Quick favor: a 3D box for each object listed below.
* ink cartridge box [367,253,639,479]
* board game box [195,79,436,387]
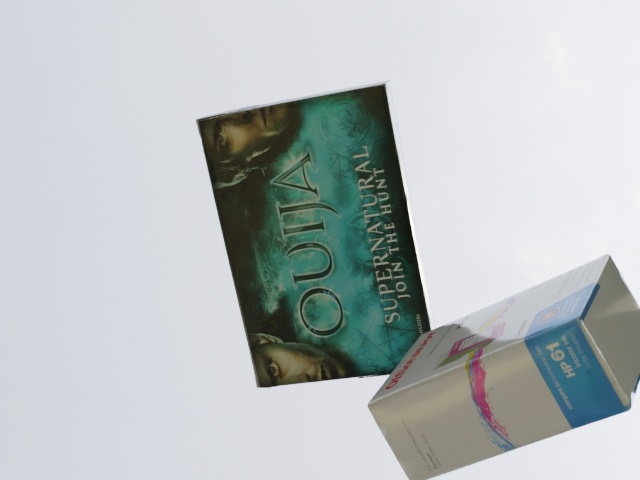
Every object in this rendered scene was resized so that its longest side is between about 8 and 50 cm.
[{"bbox_3d":[0.096,0.065,0.510,0.122,0.088,0.052,-29,-85,31],"label":"ink cartridge box"},{"bbox_3d":[0.000,0.000,0.654,0.126,0.026,0.186,-9,-78,14],"label":"board game box"}]
